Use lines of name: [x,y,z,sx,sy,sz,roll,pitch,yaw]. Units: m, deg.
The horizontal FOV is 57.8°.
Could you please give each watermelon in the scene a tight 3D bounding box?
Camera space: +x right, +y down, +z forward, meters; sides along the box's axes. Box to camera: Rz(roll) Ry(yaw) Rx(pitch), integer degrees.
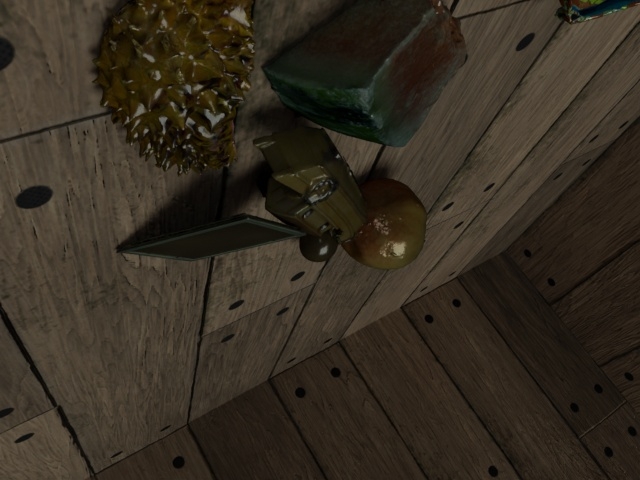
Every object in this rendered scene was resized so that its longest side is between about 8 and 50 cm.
watermelon: [0.093,-0.247,0.868,0.302,0.151,0.264,-38,160,13]

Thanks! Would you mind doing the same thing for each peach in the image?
peach: [0.133,-0.042,1.340,0.233,0.232,0.232,-30,160,-12]

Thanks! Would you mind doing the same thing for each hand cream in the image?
hand cream: [-0.083,-0.097,1.129,0.062,0.039,0.163,-38,166,5]

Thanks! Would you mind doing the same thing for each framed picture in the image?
framed picture: [-0.190,-0.001,1.045,0.275,0.017,0.217,-13,168,21]

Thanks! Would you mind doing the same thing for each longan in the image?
longan: [0.000,0.000,1.398,0.113,0.092,0.113,-39,148,-31]

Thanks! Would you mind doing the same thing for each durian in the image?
durian: [-0.164,-0.166,0.713,0.191,0.112,0.341,-27,162,-26]

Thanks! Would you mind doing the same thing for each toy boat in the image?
toy boat: [-0.017,-0.091,1.059,0.162,0.135,0.445,-30,164,5]

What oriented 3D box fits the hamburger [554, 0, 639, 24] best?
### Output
hamburger: [0.502,-0.505,0.964,0.276,0.150,0.261,-27,146,24]
